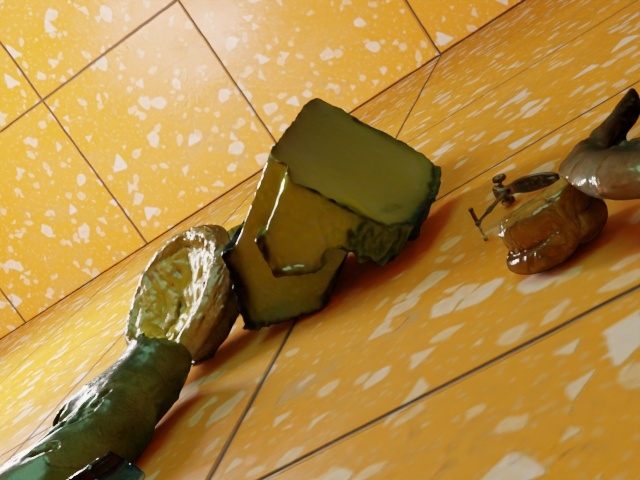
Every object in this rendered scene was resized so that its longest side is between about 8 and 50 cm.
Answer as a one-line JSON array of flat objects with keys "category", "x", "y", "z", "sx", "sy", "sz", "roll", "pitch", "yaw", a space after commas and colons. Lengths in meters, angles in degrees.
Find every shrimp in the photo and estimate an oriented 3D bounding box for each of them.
[{"category": "shrimp", "x": 0.237, "y": -0.072, "z": 0.689, "sx": 0.145, "sy": 0.059, "sz": 0.254, "roll": -21, "pitch": 14, "yaw": 21}]

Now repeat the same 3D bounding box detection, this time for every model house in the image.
[{"category": "model house", "x": 0.000, "y": 0.000, "z": 1.046, "sx": 0.211, "sy": 0.170, "sz": 0.194, "roll": -61, "pitch": 3, "yaw": 30}]

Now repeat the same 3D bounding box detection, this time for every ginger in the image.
[{"category": "ginger", "x": -0.219, "y": 0.188, "z": 0.928, "sx": 0.137, "sy": 0.089, "sz": 0.290, "roll": -9, "pitch": 25, "yaw": 24}]

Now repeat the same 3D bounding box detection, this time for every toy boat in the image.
[{"category": "toy boat", "x": -0.169, "y": 0.201, "z": 0.753, "sx": 0.060, "sy": 0.061, "sz": 0.137, "roll": -32, "pitch": -3, "yaw": -44}]

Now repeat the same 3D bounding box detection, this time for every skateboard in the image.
[{"category": "skateboard", "x": 0.166, "y": -0.034, "z": 0.873, "sx": 0.064, "sy": 0.032, "sz": 0.083, "roll": -12, "pitch": 19, "yaw": 40}]

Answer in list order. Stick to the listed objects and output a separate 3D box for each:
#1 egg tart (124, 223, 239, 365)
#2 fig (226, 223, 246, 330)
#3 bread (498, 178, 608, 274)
[{"category": "egg tart", "x": -0.145, "y": 0.069, "z": 1.126, "sx": 0.191, "sy": 0.074, "sz": 0.191, "roll": -32, "pitch": 42, "yaw": 35}, {"category": "fig", "x": -0.070, "y": 0.047, "z": 1.189, "sx": 0.093, "sy": 0.093, "sz": 0.166, "roll": -35, "pitch": 40, "yaw": -1}, {"category": "bread", "x": 0.164, "y": -0.011, "z": 0.713, "sx": 0.083, "sy": 0.046, "sz": 0.081, "roll": -40, "pitch": 6, "yaw": -20}]
